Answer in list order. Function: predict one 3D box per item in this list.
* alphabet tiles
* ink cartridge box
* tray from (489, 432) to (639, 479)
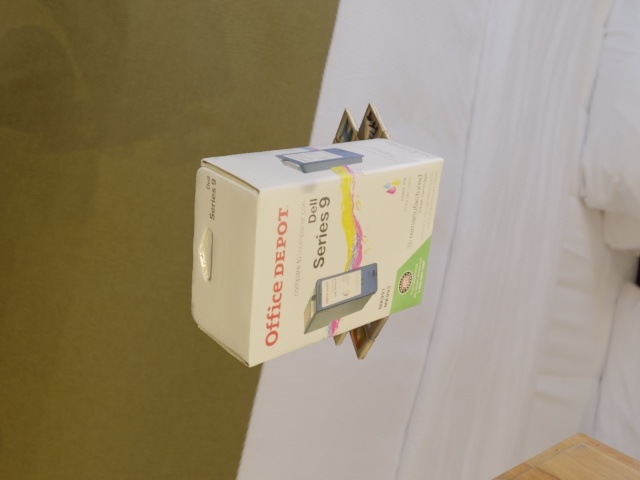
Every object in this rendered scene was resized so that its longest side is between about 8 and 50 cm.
[{"bbox_3d":[0.047,-0.009,0.940,0.011,0.285,0.342,-4,142,-21],"label":"alphabet tiles"},{"bbox_3d":[0.000,0.000,0.586,0.212,0.093,0.154,-12,118,-38],"label":"ink cartridge box"},{"bbox_3d":[0.221,0.239,0.337,0.203,0.411,0.076,-18,104,-22],"label":"tray"}]
